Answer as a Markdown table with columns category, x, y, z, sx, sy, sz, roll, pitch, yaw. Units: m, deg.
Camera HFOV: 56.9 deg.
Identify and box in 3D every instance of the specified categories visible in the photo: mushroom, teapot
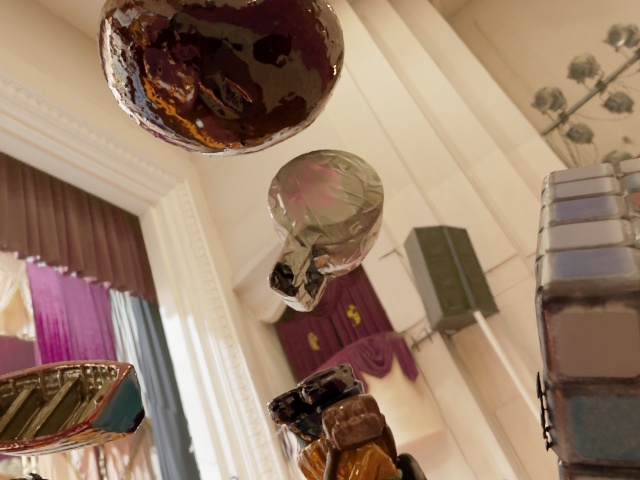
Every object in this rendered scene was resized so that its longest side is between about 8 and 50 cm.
| category | x | y | z | sx | sy | sz | roll | pitch | yaw |
| --- | --- | --- | --- | --- | --- | --- | --- | --- | --- |
| mushroom | -0.159 | -0.302 | 0.854 | 0.331 | 0.356 | 0.334 | -26 | -20 | -6 |
| teapot | 0.014 | -0.003 | 0.870 | 0.164 | 0.221 | 0.178 | -4 | -30 | 4 |

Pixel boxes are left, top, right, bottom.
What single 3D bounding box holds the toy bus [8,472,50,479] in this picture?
| category | x | y | z | sx | sy | sz | roll | pitch | yaw |
| --- | --- | --- | --- | --- | --- | --- | --- | --- | --- |
| toy bus | -0.309 | 0.334 | 0.438 | 0.194 | 0.161 | 0.324 | -15 | 10 | 42 |

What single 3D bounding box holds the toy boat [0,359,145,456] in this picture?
| category | x | y | z | sx | sy | sz | roll | pitch | yaw |
| --- | --- | --- | --- | --- | --- | --- | --- | --- | --- |
| toy boat | -0.373 | 0.221 | 0.751 | 0.392 | 0.136 | 0.079 | -15 | -58 | 32 |

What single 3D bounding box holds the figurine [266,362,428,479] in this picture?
| category | x | y | z | sx | sy | sz | roll | pitch | yaw |
| --- | --- | --- | --- | --- | --- | --- | --- | --- | --- |
| figurine | 0.072 | 0.318 | 0.715 | 0.205 | 0.332 | 0.185 | 16 | -46 | -42 |

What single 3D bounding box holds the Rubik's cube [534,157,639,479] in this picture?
| category | x | y | z | sx | sy | sz | roll | pitch | yaw |
| --- | --- | --- | --- | --- | --- | --- | --- | --- | --- |
| Rubik's cube | 0.319 | 0.094 | 0.416 | 0.293 | 0.291 | 0.287 | -9 | 17 | 25 |
